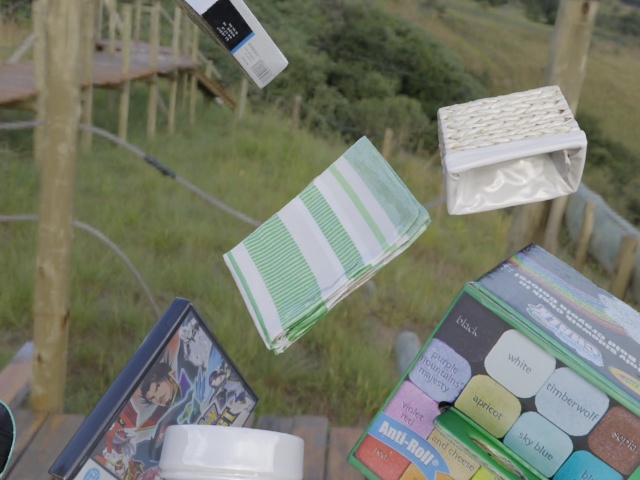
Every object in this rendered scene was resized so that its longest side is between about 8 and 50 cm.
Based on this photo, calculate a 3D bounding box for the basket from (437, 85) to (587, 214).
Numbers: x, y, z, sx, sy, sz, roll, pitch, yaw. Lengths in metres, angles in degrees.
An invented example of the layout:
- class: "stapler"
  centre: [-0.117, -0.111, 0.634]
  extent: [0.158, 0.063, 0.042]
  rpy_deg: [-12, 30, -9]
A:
- class: "basket"
  centre: [0.228, -0.112, 0.992]
  extent: [0.167, 0.113, 0.103]
  rpy_deg: [-11, 60, 4]

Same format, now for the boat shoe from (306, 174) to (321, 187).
- class: "boat shoe"
  centre: [-0.007, -0.071, 1.499]
  extent: [0.063, 0.059, 0.170]
  rpy_deg: [25, -23, -5]

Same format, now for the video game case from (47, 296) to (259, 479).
- class: "video game case"
  centre: [-0.207, 0.258, 1.086]
  extent: [0.035, 0.248, 0.274]
  rpy_deg: [11, 53, 33]

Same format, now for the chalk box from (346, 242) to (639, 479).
- class: "chalk box"
  centre: [0.158, 0.137, 0.624]
  extent: [0.180, 0.179, 0.289]
  rpy_deg: [37, 22, 17]

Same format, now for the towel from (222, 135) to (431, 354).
- class: "towel"
  centre: [0.000, 0.000, 1.296]
  extent: [0.038, 0.325, 0.248]
  rpy_deg: [41, 12, -45]

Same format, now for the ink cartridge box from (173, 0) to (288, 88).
- class: "ink cartridge box"
  centre: [-0.183, -0.368, 1.202]
  extent: [0.332, 0.065, 0.165]
  rpy_deg: [50, 3, 41]

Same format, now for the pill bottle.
- class: "pill bottle"
  centre: [-0.068, 0.234, 0.535]
  extent: [0.119, 0.208, 0.119]
  rpy_deg: [4, -19, 1]

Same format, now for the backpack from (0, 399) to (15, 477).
- class: "backpack"
  centre: [-0.434, 0.210, 0.854]
  extent: [0.144, 0.165, 0.188]
  rpy_deg: [-4, -34, 47]
